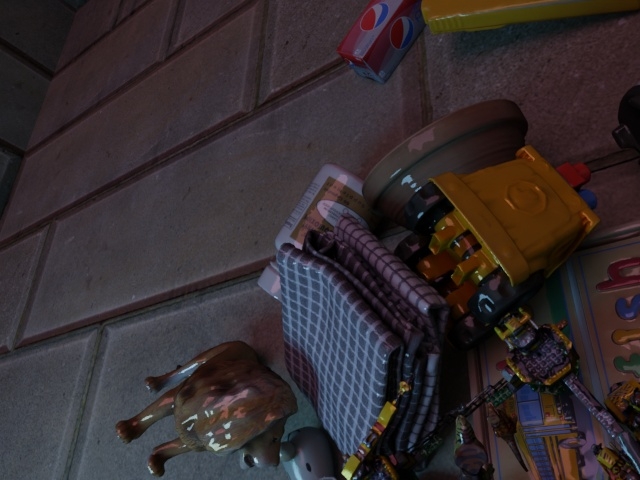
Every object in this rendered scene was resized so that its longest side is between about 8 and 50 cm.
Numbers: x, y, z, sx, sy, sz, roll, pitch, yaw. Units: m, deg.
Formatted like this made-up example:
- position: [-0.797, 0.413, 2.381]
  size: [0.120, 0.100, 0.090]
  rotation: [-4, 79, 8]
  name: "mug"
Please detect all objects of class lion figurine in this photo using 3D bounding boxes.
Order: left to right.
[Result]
- position: [-0.159, 0.226, 0.862]
  size: [0.240, 0.142, 0.392]
  rotation: [-31, 15, 0]
  name: "lion figurine"

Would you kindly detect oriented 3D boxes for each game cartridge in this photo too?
- position: [0.339, -0.470, 0.898]
  size: [0.323, 0.052, 0.286]
  rotation: [3, 67, 28]
  name: "game cartridge"

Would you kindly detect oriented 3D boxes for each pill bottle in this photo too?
- position: [0.000, 0.000, 0.909]
  size: [0.131, 0.131, 0.229]
  rotation: [33, 89, 46]
  name: "pill bottle"

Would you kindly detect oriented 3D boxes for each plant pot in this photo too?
- position: [0.183, -0.072, 0.746]
  size: [0.237, 0.237, 0.110]
  rotation: [-31, 73, 23]
  name: "plant pot"

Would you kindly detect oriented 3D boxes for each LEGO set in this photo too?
- position: [0.147, 0.211, 0.479]
  size: [0.331, 0.192, 0.255]
  rotation: [-35, 54, 13]
  name: "LEGO set"

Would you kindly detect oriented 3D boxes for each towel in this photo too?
- position: [0.043, 0.141, 0.696]
  size: [0.121, 0.284, 0.235]
  rotation: [-16, 37, -22]
  name: "towel"

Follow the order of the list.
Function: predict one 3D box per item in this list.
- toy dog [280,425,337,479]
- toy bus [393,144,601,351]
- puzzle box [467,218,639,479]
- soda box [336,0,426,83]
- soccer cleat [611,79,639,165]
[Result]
- position: [-0.017, 0.395, 0.671]
  size: [0.220, 0.161, 0.333]
  rotation: [-52, 44, 4]
  name: "toy dog"
- position: [0.209, 0.001, 0.627]
  size: [0.211, 0.220, 0.149]
  rotation: [-26, 64, -17]
  name: "toy bus"
- position: [0.295, 0.178, 0.582]
  size: [0.272, 0.052, 0.409]
  rotation: [-20, 50, 30]
  name: "puzzle box"
- position: [0.151, -0.442, 1.072]
  size: [0.263, 0.083, 0.092]
  rotation: [-55, 44, 1]
  name: "soda box"
- position: [0.450, -0.060, 0.551]
  size: [0.143, 0.116, 0.331]
  rotation: [-25, 65, -6]
  name: "soccer cleat"
